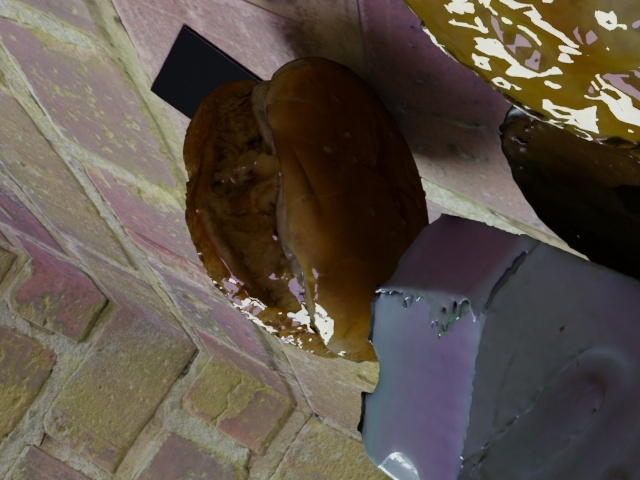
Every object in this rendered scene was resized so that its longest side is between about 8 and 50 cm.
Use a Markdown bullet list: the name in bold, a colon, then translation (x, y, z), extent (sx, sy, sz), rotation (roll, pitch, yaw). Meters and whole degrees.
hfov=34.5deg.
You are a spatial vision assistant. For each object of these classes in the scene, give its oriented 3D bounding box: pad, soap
- **pad**: translation (-0.119, -0.168, 1.253), extent (0.170, 0.006, 0.245), rotation (36, 162, -9)
- **soap**: translation (0.228, 0.175, 0.877), extent (0.446, 0.261, 0.156), rotation (42, 178, -22)

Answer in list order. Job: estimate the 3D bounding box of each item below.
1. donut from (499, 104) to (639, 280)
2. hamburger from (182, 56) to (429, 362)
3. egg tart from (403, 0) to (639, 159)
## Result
- **donut**: translation (0.269, -0.052, 0.770), extent (0.272, 0.107, 0.272), rotation (33, 163, 12)
- **hamburger**: translation (0.008, -0.021, 0.988), extent (0.170, 0.289, 0.314), rotation (-18, 154, 21)
- **egg tart**: translation (0.142, -0.176, 0.465), extent (0.443, 0.178, 0.443), rotation (29, 155, 15)
